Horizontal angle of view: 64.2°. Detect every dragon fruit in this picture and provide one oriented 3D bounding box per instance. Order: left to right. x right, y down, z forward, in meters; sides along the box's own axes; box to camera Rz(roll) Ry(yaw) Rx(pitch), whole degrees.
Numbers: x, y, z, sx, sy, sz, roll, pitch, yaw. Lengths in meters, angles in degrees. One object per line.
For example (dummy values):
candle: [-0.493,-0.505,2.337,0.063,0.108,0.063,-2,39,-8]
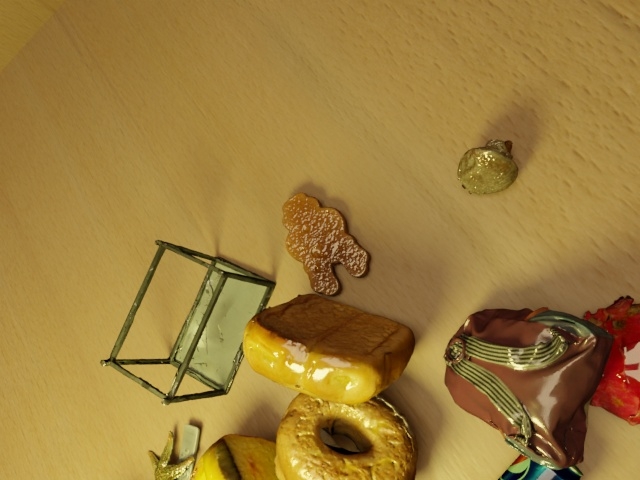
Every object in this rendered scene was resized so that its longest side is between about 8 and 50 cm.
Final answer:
dragon fruit: [0.602,0.233,1.013,0.163,0.189,0.261,4,74,-8]

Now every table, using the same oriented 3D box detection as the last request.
table: [-0.326,0.207,1.309,0.222,0.272,0.335,22,88,24]

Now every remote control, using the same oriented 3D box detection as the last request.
remote control: [-0.358,0.591,1.376,0.050,0.027,0.184,8,86,30]

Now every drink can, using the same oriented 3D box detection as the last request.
drink can: [0.424,0.509,1.031,0.118,0.118,0.205,42,95,24]

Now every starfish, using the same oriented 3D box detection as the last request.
starfish: [-0.422,0.620,1.374,0.176,0.053,0.208,13,85,44]

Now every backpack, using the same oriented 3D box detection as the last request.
backpack: [0.388,0.261,1.030,0.317,0.197,0.283,17,90,52]

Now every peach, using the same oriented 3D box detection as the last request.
peach: [-0.166,0.648,1.174,0.306,0.242,0.380,12,93,45]

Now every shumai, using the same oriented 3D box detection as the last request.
shumai: [0.396,-0.185,1.199,0.145,0.145,0.116,-1,55,22]

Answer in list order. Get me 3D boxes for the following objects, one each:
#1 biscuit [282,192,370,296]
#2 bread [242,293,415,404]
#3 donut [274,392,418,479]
biscuit: [0.001,0.001,1.349,0.186,0.044,0.295,-33,70,9]
bread: [0.027,0.247,1.137,0.328,0.337,0.148,16,103,21]
donut: [0.054,0.453,1.126,0.317,0.150,0.299,-3,46,-3]
